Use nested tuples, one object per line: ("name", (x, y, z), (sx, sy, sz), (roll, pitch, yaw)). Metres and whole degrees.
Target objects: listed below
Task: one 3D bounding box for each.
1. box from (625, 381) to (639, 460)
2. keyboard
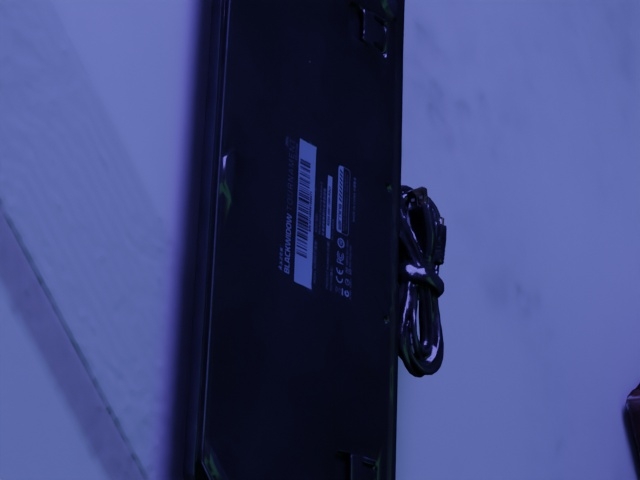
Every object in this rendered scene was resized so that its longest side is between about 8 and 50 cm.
("box", (0.265, 0.215, 0.714), (0.143, 0.191, 0.381), (-10, 88, -58))
("keyboard", (0.000, 0.000, 0.541), (0.108, 0.023, 0.180), (26, 58, -44))
